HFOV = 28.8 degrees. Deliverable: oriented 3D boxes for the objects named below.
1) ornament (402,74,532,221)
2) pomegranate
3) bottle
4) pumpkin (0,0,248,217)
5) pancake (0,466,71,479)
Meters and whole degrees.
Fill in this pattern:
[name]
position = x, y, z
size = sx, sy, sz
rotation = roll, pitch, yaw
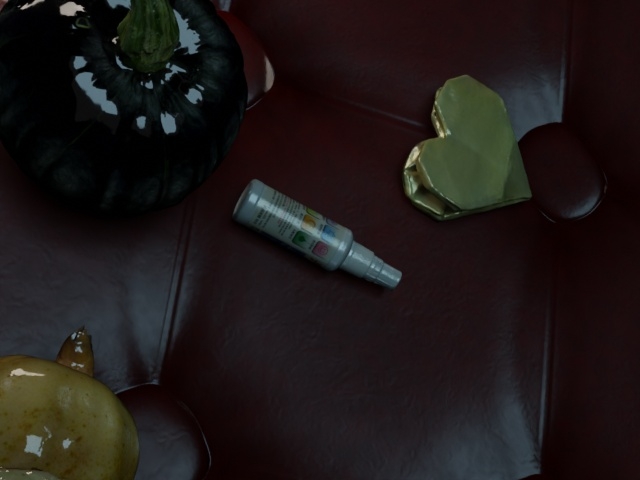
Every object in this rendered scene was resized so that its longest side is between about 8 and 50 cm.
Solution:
[ornament]
position = 0.208, -0.106, 1.637
size = 0.180, 0.059, 0.201
rotation = 31, 60, -13
[pomegranate]
position = -0.285, 0.211, 1.236
size = 0.207, 0.207, 0.207
rotation = 8, 68, -20
[bottle]
position = 0.000, 0.000, 1.504
size = 0.217, 0.060, 0.060
rotation = 28, 63, -10
[pumpkin]
position = -0.209, -0.178, 1.361
size = 0.296, 0.296, 0.296
rotation = 8, 68, -20
[pancake]
position = -0.273, 0.377, 1.155
size = 0.356, 0.065, 0.356
rotation = -6, 112, -15
